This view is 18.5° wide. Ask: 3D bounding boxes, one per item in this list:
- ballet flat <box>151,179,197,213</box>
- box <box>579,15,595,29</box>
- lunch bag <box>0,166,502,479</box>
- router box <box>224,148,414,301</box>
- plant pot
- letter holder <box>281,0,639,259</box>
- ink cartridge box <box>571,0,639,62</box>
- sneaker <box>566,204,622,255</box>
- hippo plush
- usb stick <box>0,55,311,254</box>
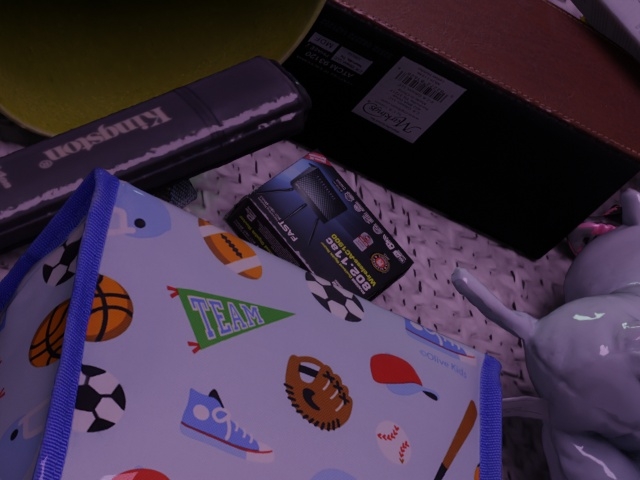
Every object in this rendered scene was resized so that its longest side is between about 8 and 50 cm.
[{"bbox_3d":[-0.136,0.009,1.392,0.070,0.070,0.188,36,50,-8],"label":"ballet flat"},{"bbox_3d":[0.294,-0.139,1.787,0.169,0.054,0.059,22,50,-21],"label":"box"},{"bbox_3d":[-0.072,0.208,1.179,0.328,0.239,0.385,23,43,-22],"label":"lunch bag"},{"bbox_3d":[0.000,0.000,1.502,0.122,0.038,0.092,49,47,4],"label":"router box"},{"bbox_3d":[-0.169,-0.270,1.442,0.275,0.275,0.293,-1,47,-35],"label":"plant pot"},{"bbox_3d":[0.104,-0.160,1.608,0.302,0.152,0.214,26,47,-18],"label":"letter holder"},{"bbox_3d":[0.293,-0.156,1.650,0.232,0.066,0.189,46,4,6],"label":"ink cartridge box"},{"bbox_3d":[0.253,-0.008,1.684,0.119,0.047,0.057,8,41,-35],"label":"sneaker"},{"bbox_3d":[0.248,0.105,1.523,0.294,0.234,0.236,10,26,8],"label":"hippo plush"},{"bbox_3d":[-0.138,-0.060,1.380,0.278,0.045,0.077,-24,51,-21],"label":"usb stick"}]
